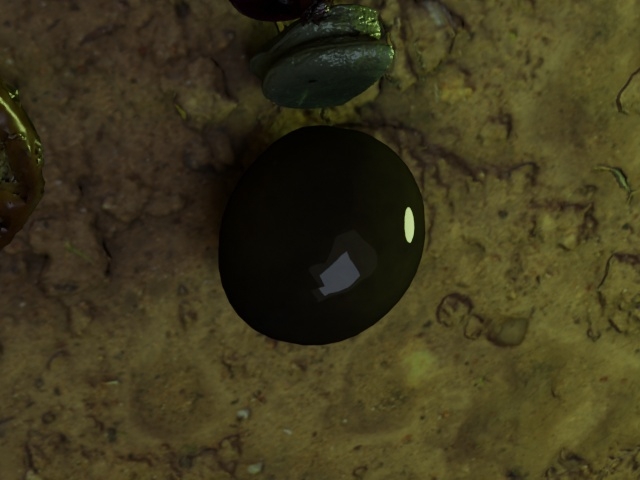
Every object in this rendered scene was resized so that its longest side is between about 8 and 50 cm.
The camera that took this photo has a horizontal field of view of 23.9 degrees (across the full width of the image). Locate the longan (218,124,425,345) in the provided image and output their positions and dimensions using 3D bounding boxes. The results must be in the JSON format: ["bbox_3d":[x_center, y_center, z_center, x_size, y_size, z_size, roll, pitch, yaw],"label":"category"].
[{"bbox_3d":[0.000,0.000,1.233,0.189,0.189,0.189,-15,134,-16],"label":"longan"}]

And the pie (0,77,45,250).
[{"bbox_3d":[-0.333,-0.043,1.064,0.308,0.085,0.308,-17,139,-15],"label":"pie"}]

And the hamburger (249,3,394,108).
[{"bbox_3d":[-0.007,-0.135,1.160,0.084,0.054,0.121,-6,165,-25],"label":"hamburger"}]

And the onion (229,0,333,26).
[{"bbox_3d":[-0.017,-0.201,1.080,0.115,0.104,0.115,-18,160,-7],"label":"onion"}]
